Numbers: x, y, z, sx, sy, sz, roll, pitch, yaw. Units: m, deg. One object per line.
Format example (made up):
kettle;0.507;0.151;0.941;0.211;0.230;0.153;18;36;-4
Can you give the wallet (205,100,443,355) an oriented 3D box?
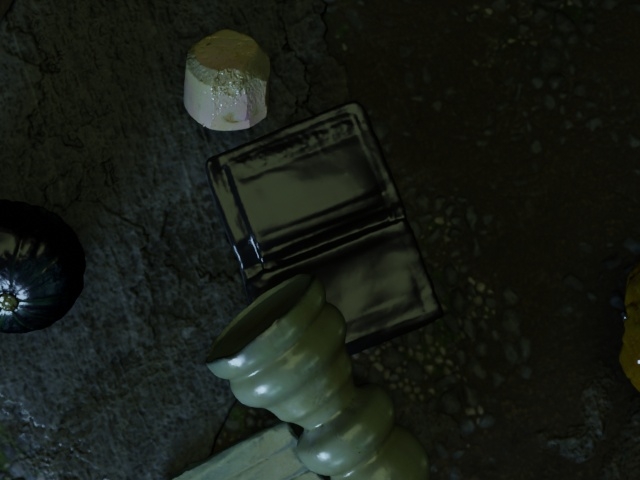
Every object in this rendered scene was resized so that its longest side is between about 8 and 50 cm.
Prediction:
wallet;0.000;0.000;1.868;0.247;0.041;0.323;-21;92;-7

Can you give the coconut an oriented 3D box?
coconut;-0.125;-0.203;1.835;0.116;0.122;0.116;2;47;-2

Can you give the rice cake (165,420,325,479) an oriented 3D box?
rice cake;-0.110;0.329;1.833;0.211;0.038;0.124;-31;90;-7

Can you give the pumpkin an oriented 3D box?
pumpkin;-0.395;0.034;1.759;0.194;0.194;0.150;-20;59;-7

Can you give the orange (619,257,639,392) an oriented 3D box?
orange;0.565;0.118;1.788;0.357;0.322;0.322;4;85;2

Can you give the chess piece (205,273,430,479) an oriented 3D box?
chess piece;0.017;0.220;1.784;0.182;0.182;0.330;-39;102;-8
